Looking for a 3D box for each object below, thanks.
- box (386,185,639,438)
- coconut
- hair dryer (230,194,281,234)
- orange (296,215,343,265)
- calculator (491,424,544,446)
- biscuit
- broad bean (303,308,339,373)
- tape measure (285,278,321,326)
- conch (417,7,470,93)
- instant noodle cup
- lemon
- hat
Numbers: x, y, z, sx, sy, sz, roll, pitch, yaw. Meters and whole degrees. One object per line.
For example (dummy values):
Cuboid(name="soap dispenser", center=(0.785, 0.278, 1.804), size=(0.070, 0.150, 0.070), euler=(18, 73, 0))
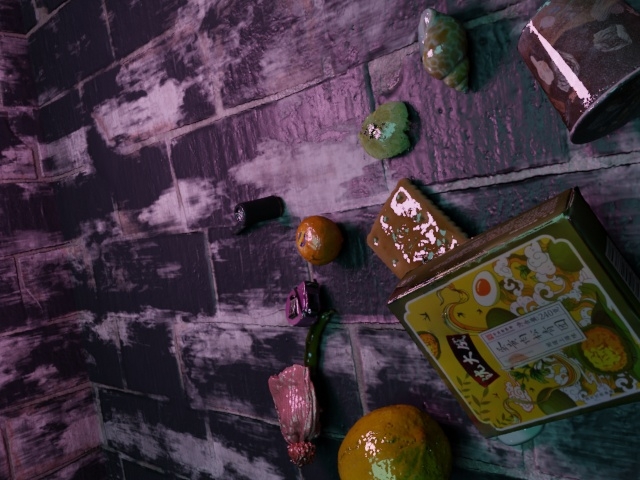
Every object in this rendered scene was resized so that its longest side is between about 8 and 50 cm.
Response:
Cuboid(name="box", center=(0.398, 0.158, 1.036), size=(0.420, 0.138, 0.373), euler=(-33, 97, 37))
Cuboid(name="coconut", center=(0.155, -0.258, 1.294), size=(0.133, 0.055, 0.158), euler=(50, 128, 24))
Cuboid(name="hair dryer", center=(-0.232, -0.055, 1.635), size=(0.255, 0.128, 0.070), euler=(-33, 77, 51))
Cuboid(name="orange", center=(-0.001, 0.001, 1.440), size=(0.135, 0.117, 0.136), euler=(-21, 65, 53))
Cuboid(name="calculator", center=(0.430, 0.410, 1.207), size=(0.153, 0.021, 0.095), euler=(-42, 71, 34))
Cuboid(name="biscuit", center=(0.241, 0.026, 1.251), size=(0.325, 0.044, 0.217), euler=(51, 127, 32))
Cuboid(name="broad bean", center=(-0.012, 0.286, 1.555), size=(0.069, 0.039, 0.227), euler=(33, 118, 26))
Cuboid(name="tape measure", center=(-0.051, 0.182, 1.531), size=(0.118, 0.074, 0.125), euler=(-41, 45, 45))
Cuboid(name="conch", center=(0.262, -0.412, 1.143), size=(0.116, 0.106, 0.173), euler=(117, 143, -55))
Cuboid(name="instant noodle cup", center=(0.468, -0.310, 0.920), size=(0.217, 0.217, 0.207), euler=(-45, 63, 37))
Cuboid(name="lemon", center=(0.174, 0.532, 1.299), size=(0.310, 0.258, 0.258), euler=(-45, 69, 39))
Cuboid(name="hat", center=(-0.066, 0.519, 1.597), size=(0.236, 0.107, 0.286), euler=(-42, 55, 52))
